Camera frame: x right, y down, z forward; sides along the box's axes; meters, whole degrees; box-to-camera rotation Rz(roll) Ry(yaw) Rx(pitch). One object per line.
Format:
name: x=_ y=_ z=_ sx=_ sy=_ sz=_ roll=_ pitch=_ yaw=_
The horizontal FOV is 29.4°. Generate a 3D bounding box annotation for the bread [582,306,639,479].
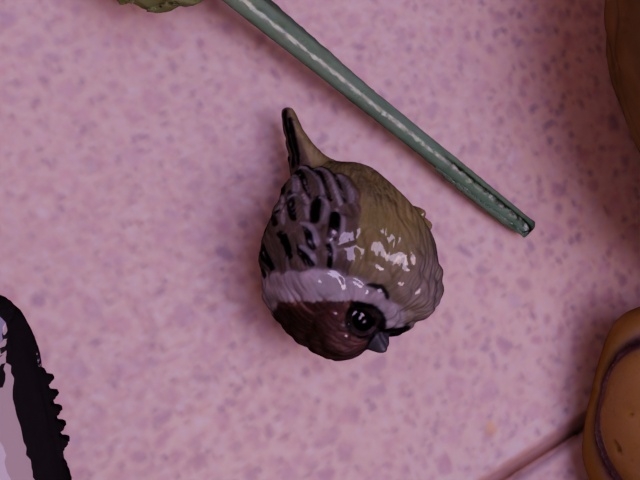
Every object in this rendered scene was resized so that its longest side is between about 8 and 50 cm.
bread: x=0.264 y=0.114 z=0.741 sx=0.225 sy=0.081 sz=0.134 roll=13 pitch=85 yaw=-23

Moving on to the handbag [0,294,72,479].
handbag: x=-0.220 y=0.171 z=0.536 sx=0.244 sy=0.088 sz=0.275 roll=-12 pitch=93 yaw=-20

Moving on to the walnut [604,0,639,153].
walnut: x=0.344 y=-0.117 z=0.657 sx=0.384 sy=0.383 sz=0.383 roll=2 pitch=85 yaw=-22

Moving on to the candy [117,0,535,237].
candy: x=0.003 y=-0.098 z=0.665 sx=0.335 sy=0.093 sz=0.092 roll=37 pitch=93 yaw=-25

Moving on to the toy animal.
toy animal: x=0.000 y=0.000 z=0.642 sx=0.098 sy=0.098 sz=0.137 roll=-39 pitch=77 yaw=-21
